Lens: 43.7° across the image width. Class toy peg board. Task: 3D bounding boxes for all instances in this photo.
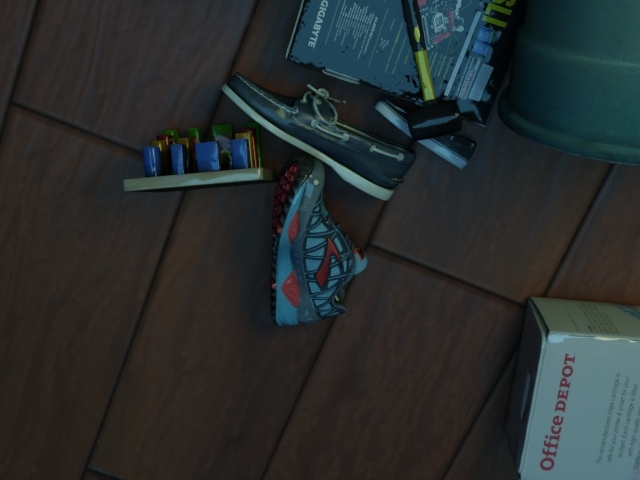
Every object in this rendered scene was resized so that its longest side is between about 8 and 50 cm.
[{"bbox_3d":[-0.142,-0.104,0.972,0.161,0.160,0.079,-5,93,4],"label":"toy peg board"}]

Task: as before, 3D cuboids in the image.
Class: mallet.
[{"bbox_3d":[0.124,-0.209,0.904,0.063,0.039,0.189,-5,104,6],"label":"mallet"}]

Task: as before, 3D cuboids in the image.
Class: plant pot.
[{"bbox_3d":[0.348,-0.286,0.760,0.341,0.341,0.334,-3,117,3],"label":"plant pot"}]

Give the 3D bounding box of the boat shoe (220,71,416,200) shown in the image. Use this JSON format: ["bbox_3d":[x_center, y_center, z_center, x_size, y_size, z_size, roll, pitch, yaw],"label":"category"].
[{"bbox_3d":[0.001,-0.141,0.977,0.255,0.095,0.079,31,106,-11],"label":"boat shoe"}]

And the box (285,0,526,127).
[{"bbox_3d":[0.126,-0.324,0.922,0.257,0.079,0.321,17,108,-5],"label":"box"}]

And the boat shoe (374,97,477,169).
[{"bbox_3d":[0.133,-0.141,1.000,0.142,0.049,0.040,31,101,-14],"label":"boat shoe"}]

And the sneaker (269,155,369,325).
[{"bbox_3d":[0.000,0.000,1.013,0.125,0.104,0.261,0,133,-6],"label":"sneaker"}]

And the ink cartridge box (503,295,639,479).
[{"bbox_3d":[0.419,0.206,1.057,0.307,0.131,0.226,6,109,2],"label":"ink cartridge box"}]
